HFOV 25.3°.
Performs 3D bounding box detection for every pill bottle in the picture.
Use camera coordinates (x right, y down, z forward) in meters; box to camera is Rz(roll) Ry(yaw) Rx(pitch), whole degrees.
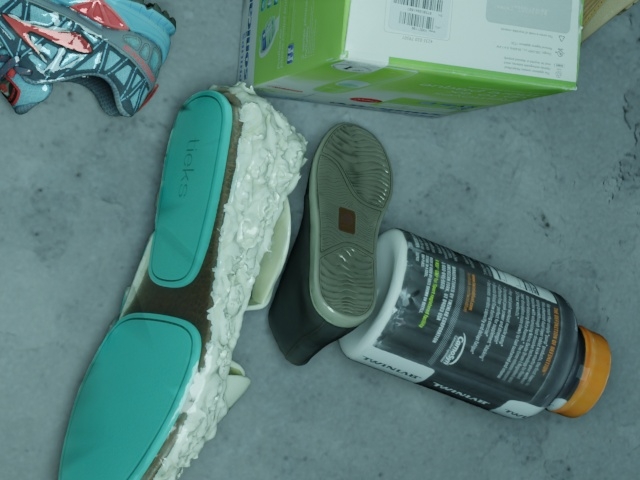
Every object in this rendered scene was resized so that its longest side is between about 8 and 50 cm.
[{"bbox_3d":[0.150,0.089,1.336,0.246,0.130,0.130,22,83,-18],"label":"pill bottle"}]

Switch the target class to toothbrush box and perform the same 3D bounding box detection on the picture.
[{"bbox_3d":[0.067,-0.184,1.223,0.206,0.283,0.122,5,89,-20],"label":"toothbrush box"}]

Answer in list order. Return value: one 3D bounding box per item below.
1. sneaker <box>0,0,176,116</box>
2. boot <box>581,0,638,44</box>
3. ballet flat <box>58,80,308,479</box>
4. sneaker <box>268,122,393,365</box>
[{"bbox_3d":[-0.255,-0.172,1.202,0.262,0.104,0.125,14,87,-19],"label":"sneaker"},{"bbox_3d":[0.187,-0.267,1.389,0.248,0.090,0.207,-38,91,-15],"label":"boot"},{"bbox_3d":[-0.100,0.065,1.250,0.147,0.147,0.409,20,83,-19],"label":"ballet flat"},{"bbox_3d":[0.000,0.000,1.316,0.083,0.118,0.222,22,53,-18],"label":"sneaker"}]
